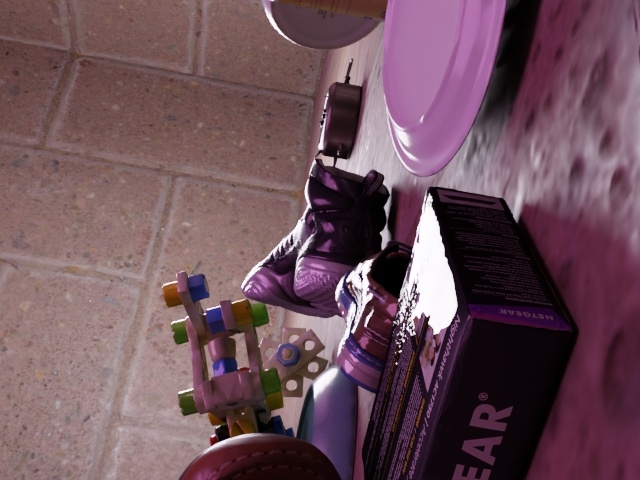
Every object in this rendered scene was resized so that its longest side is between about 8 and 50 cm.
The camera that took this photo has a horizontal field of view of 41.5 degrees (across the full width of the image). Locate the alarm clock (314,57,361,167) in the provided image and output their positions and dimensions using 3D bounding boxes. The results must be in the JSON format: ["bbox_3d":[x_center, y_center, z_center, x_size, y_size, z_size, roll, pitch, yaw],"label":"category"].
[{"bbox_3d":[0.034,-0.226,1.461,0.129,0.064,0.192,119,164,-78],"label":"alarm clock"}]

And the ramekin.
[{"bbox_3d":[0.007,-0.372,1.217,0.207,0.207,0.109,105,165,-51],"label":"ramekin"}]

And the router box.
[{"bbox_3d":[0.060,0.081,0.415,0.133,0.046,0.178,-90,10,-64],"label":"router box"}]

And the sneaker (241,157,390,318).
[{"bbox_3d":[0.000,0.000,0.917,0.269,0.101,0.153,-13,60,65],"label":"sneaker"}]

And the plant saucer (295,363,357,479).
[{"bbox_3d":[-0.010,0.289,0.950,0.317,0.044,0.317,-170,90,-86],"label":"plant saucer"}]

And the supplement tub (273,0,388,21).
[{"bbox_3d":[0.021,-0.254,0.673,0.144,0.200,0.144,-171,90,-86],"label":"supplement tub"}]

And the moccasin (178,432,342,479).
[{"bbox_3d":[-0.028,0.291,0.426,0.147,0.139,0.379,-178,94,-77],"label":"moccasin"}]

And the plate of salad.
[{"bbox_3d":[0.084,-0.139,0.544,0.200,0.048,0.199,-175,90,-76],"label":"plate of salad"}]

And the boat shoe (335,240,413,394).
[{"bbox_3d":[0.053,0.039,0.573,0.066,0.066,0.183,-62,7,17],"label":"boat shoe"}]

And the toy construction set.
[{"bbox_3d":[-0.094,0.176,1.093,0.328,0.151,0.215,39,-148,-65],"label":"toy construction set"}]
